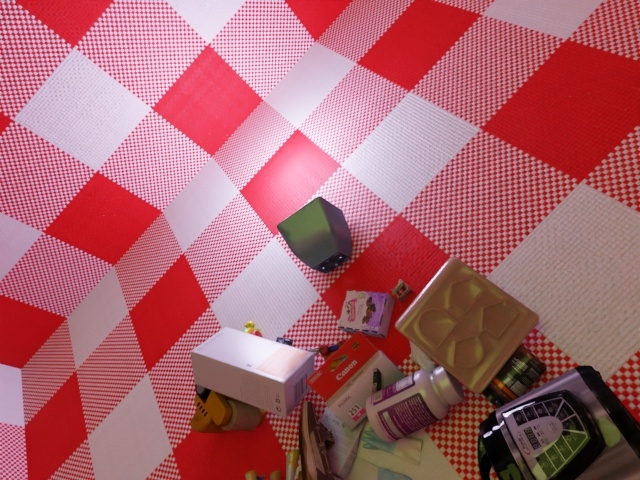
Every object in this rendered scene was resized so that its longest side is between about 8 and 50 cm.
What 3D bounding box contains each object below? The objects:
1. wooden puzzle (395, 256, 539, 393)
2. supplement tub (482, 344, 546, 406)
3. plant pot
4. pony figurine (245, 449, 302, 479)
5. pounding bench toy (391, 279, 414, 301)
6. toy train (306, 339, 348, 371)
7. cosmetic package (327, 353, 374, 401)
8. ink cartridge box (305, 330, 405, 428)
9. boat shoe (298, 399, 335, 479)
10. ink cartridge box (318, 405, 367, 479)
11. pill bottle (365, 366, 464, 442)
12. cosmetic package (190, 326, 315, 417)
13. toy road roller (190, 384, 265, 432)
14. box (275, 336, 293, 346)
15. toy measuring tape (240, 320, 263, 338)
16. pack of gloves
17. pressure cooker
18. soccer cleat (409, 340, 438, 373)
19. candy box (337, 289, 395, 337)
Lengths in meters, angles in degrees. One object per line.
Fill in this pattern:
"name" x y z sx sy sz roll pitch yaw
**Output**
"wooden puzzle" 0.474 0.272 1.594 0.348 0.080 0.322 38 82 27
"supplement tub" 0.595 0.429 1.502 0.198 0.106 0.106 -47 46 4
"plant pot" 0.000 0.000 2.141 0.247 0.248 0.252 -33 64 17
"pony figurine" -0.158 0.967 1.663 0.351 0.303 0.363 -27 41 5
"pounding bench toy" 0.310 0.192 1.882 0.065 0.083 0.052 -48 46 2
"toy train" 0.041 0.486 1.910 0.248 0.105 0.143 -21 66 26
"cosmetic package" 0.132 0.522 1.793 0.239 0.099 0.060 -48 16 2
"ink cartridge box" 0.125 0.498 1.725 0.275 0.239 0.060 -45 16 1
"boat shoe" -0.009 0.724 1.725 0.342 0.123 0.123 -103 19 -59
"ink cartridge box" 0.061 0.730 1.784 0.189 0.066 0.232 8 48 41
"pill bottle" 0.316 0.537 1.609 0.301 0.169 0.169 -33 48 18
"cosmetic package" -0.271 0.515 1.945 0.453 0.230 0.162 9 113 27
"toy road roller" -0.414 0.733 2.041 0.329 0.202 0.241 28 95 49
"box" -0.165 0.463 2.129 0.083 0.018 0.067 1 65 38
"toy measuring tape" -0.314 0.504 2.154 0.121 0.121 0.330 -27 50 22
"pack of gloves" 0.217 0.749 1.641 0.232 0.046 0.195 0 63 38
"pressure cooker" 0.612 0.570 1.225 0.420 0.370 0.376 -36 77 16
"soccer cleat" 0.349 0.396 1.743 0.076 0.068 0.196 -41 49 15
"candy box" 0.182 0.290 1.930 0.196 0.070 0.165 0 64 37
